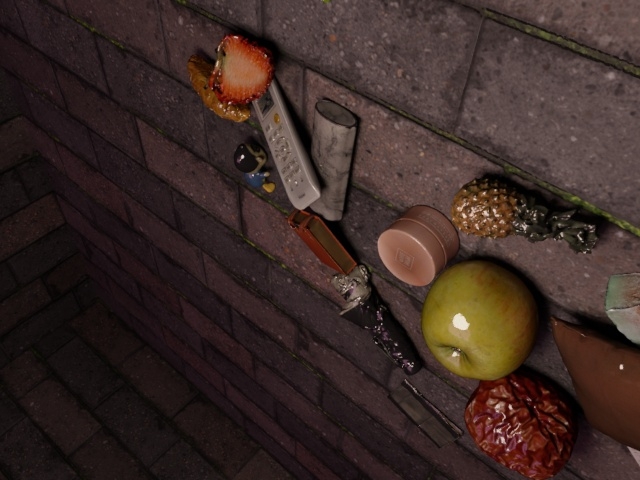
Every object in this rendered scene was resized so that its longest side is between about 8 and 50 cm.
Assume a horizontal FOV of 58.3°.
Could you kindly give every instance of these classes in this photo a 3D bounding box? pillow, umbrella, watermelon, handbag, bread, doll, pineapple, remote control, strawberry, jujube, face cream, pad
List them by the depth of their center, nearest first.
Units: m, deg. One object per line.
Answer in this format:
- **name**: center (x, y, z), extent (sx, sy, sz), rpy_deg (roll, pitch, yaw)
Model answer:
- **watermelon**: center (0.601, 0.118, 0.923), extent (0.154, 0.094, 0.241), rpy_deg (48, 146, -12)
- **pineapple**: center (0.363, -0.035, 1.019), extent (0.251, 0.125, 0.125), rpy_deg (22, 139, 31)
- **pillow**: center (0.578, 0.289, 1.023), extent (0.308, 0.108, 0.305), rpy_deg (18, 144, 58)
- **face cream**: center (0.213, 0.011, 1.253), extent (0.149, 0.104, 0.149), rpy_deg (31, 143, 27)
- **jujube**: center (0.444, 0.404, 1.279), extent (0.232, 0.213, 0.213), rpy_deg (31, 144, 15)
- **strawberry**: center (-0.164, -0.374, 1.310), extent (0.208, 0.087, 0.167), rpy_deg (37, 119, 31)
- **remote control**: center (-0.075, -0.231, 1.351), extent (0.109, 0.055, 0.313), rpy_deg (-32, 78, 57)
- **bread**: center (-0.253, -0.369, 1.429), extent (0.233, 0.105, 0.076), rpy_deg (49, 143, 13)
- **handbag**: center (0.000, 0.000, 1.487), extent (0.190, 0.063, 0.127), rpy_deg (49, 168, -32)
- **doll**: center (-0.177, -0.202, 1.539), extent (0.102, 0.089, 0.179), rpy_deg (30, 167, 29)
- **umbrella**: center (0.155, 0.226, 1.550), extent (0.358, 0.106, 0.113), rpy_deg (55, 144, -8)
- **pad**: center (0.315, 0.534, 1.753), extent (0.233, 0.022, 0.174), rpy_deg (42, 148, 13)

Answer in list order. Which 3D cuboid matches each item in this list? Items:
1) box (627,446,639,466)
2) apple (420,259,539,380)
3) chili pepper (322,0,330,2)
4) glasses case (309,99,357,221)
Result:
- **box**: center (0.712, 0.453, 1.156), extent (0.229, 0.050, 0.123), rpy_deg (55, 146, -8)
- **apple**: center (0.328, 0.169, 1.195), extent (0.261, 0.194, 0.261), rpy_deg (29, 148, 21)
- **chili pepper**: center (0.014, -0.482, 1.061), extent (0.030, 0.034, 0.091), rpy_deg (14, 144, -6)
- **glasses case**: center (0.023, -0.175, 1.333), extent (0.114, 0.060, 0.299), rpy_deg (40, 147, 25)
